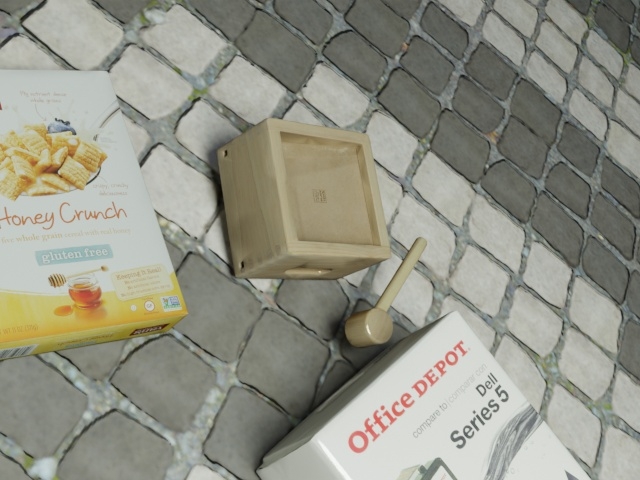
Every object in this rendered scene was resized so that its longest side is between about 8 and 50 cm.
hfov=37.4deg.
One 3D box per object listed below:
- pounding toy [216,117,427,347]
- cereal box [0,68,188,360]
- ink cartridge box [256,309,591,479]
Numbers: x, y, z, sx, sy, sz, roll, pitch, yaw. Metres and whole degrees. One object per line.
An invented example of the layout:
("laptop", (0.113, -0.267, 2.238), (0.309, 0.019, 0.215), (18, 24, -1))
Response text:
("pounding toy", (0.008, 0.006, 0.896), (0.181, 0.094, 0.206), (3, 71, -42))
("cereal box", (-0.223, -0.030, 0.765), (0.173, 0.047, 0.240), (-7, 68, -40))
("ink cartridge box", (0.112, 0.228, 0.795), (0.198, 0.115, 0.273), (-36, 86, -37))
